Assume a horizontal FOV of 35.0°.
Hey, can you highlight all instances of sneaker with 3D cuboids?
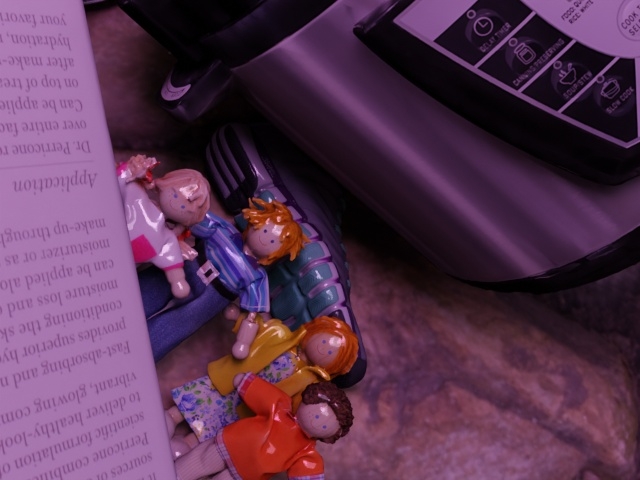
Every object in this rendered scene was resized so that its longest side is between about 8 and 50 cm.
[{"bbox_3d":[0.000,0.000,0.793,0.098,0.083,0.224,-21,84,-36],"label":"sneaker"}]

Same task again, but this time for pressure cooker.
[{"bbox_3d":[0.083,-0.207,0.697,0.420,0.375,0.370,41,47,-23],"label":"pressure cooker"}]

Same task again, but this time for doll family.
[{"bbox_3d":[-0.069,0.056,0.706,0.163,0.118,0.263,-33,92,8],"label":"doll family"}]

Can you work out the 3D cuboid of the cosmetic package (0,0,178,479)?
[{"bbox_3d":[-0.215,0.091,0.527,0.230,0.161,0.454,-12,91,-55],"label":"cosmetic package"}]

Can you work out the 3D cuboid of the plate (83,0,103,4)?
[{"bbox_3d":[-0.218,-0.270,0.825,0.188,0.024,0.188,7,71,-19],"label":"plate"}]
